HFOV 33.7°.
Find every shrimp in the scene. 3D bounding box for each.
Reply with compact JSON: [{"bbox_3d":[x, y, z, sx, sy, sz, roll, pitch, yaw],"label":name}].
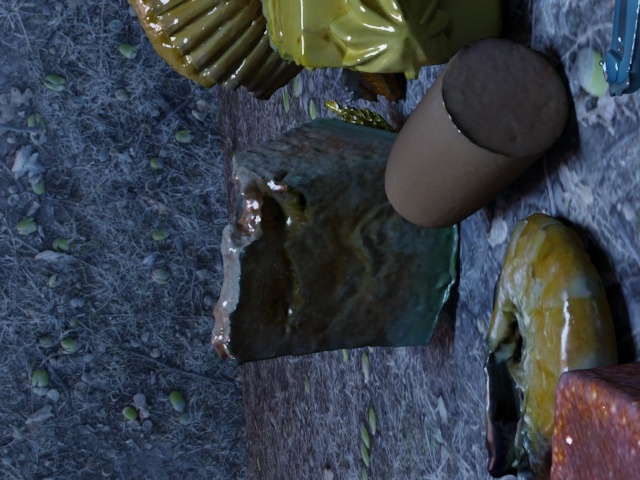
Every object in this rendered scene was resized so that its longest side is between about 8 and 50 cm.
[{"bbox_3d":[0.204,0.194,1.017,0.272,0.085,0.445,-146,54,-78],"label":"shrimp"}]

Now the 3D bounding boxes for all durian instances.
[{"bbox_3d":[0.057,-0.105,1.355,0.208,0.102,0.146,59,160,20],"label":"durian"}]

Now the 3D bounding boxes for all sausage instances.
[{"bbox_3d":[0.142,-0.093,1.053,0.253,0.123,0.123,122,140,-70],"label":"sausage"}]

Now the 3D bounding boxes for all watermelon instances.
[{"bbox_3d":[-0.001,-0.004,1.243,0.151,0.302,0.264,28,120,60],"label":"watermelon"}]

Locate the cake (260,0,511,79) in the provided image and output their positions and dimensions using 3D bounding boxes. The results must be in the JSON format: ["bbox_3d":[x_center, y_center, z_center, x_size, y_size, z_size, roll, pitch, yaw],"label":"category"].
[{"bbox_3d":[0.067,-0.285,1.074,0.286,0.222,0.227,-143,47,-71],"label":"cake"}]

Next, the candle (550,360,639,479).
[{"bbox_3d":[0.246,0.210,0.759,0.317,0.131,0.287,105,157,-53],"label":"candle"}]

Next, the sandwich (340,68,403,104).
[{"bbox_3d":[0.051,-0.280,1.363,0.185,0.109,0.160,100,161,-48],"label":"sandwich"}]

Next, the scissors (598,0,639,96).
[{"bbox_3d":[0.243,-0.294,0.749,0.180,0.032,0.393,-126,34,-63],"label":"scissors"}]

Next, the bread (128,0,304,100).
[{"bbox_3d":[-0.100,-0.305,1.263,0.149,0.274,0.274,-20,74,43],"label":"bread"}]
